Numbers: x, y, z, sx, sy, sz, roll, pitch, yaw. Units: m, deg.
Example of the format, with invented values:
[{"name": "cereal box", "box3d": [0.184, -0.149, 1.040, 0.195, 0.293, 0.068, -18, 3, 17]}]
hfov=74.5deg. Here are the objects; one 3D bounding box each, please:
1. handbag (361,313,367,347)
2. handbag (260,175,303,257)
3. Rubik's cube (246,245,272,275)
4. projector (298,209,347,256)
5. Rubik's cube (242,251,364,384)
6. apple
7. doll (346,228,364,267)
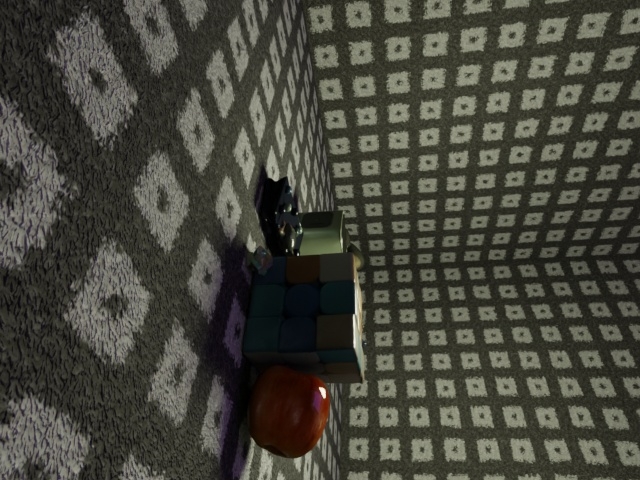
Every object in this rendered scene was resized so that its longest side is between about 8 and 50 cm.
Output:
[{"name": "handbag", "box3d": [0.056, 0.425, 2.040, 0.122, 0.329, 0.304, 69, 19, -64]}, {"name": "handbag", "box3d": [-0.142, -0.056, 1.641, 0.326, 0.118, 0.269, 75, 15, -46]}, {"name": "Rubik's cube", "box3d": [-0.198, 0.065, 1.345, 0.073, 0.075, 0.084, -39, 146, -20]}, {"name": "projector", "box3d": [0.000, 0.000, 2.101, 0.248, 0.249, 0.249, -80, 164, -55]}, {"name": "Rubik's cube", "box3d": [-0.036, 0.275, 1.432, 0.347, 0.346, 0.345, 77, 12, -53]}, {"name": "apple", "box3d": [-0.102, 0.508, 1.252, 0.242, 0.241, 0.241, 72, 30, -60]}, {"name": "doll", "box3d": [0.124, 0.024, 2.635, 0.252, 0.378, 0.382, -59, 169, 21]}]
